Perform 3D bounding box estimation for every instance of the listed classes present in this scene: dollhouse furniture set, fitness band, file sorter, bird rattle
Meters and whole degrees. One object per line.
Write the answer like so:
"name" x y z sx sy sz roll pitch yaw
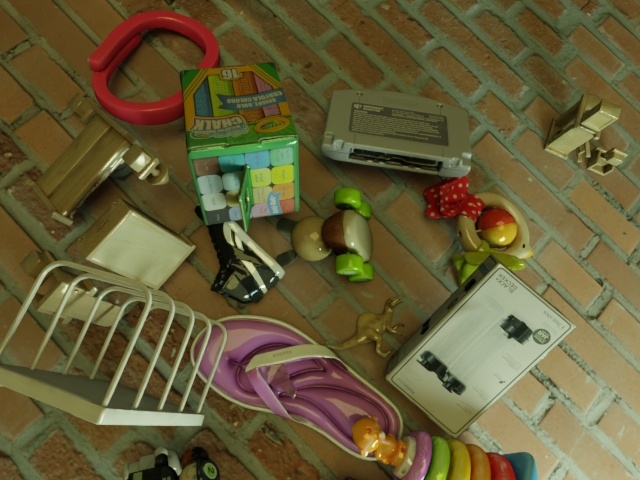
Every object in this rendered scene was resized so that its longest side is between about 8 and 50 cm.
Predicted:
"dollhouse furniture set" -0.425 -0.059 0.854 0.355 0.174 0.303 39 85 32
"fitness band" -0.325 -0.349 0.900 0.208 0.054 0.291 22 59 -3
"dollhouse furniture set" 0.619 -0.244 0.969 0.160 0.182 0.101 23 75 -2
"file sorter" -0.289 0.162 0.677 0.192 0.278 0.173 12 71 16
"bird rattle" 0.332 -0.025 0.935 0.206 0.143 0.254 -8 65 -21

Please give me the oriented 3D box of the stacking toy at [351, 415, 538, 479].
"stacking toy" 0.183 0.386 0.750 0.301 0.166 0.175 28 55 0

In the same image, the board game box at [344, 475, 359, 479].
"board game box" 0.057 0.585 0.723 0.208 0.056 0.347 33 73 -24

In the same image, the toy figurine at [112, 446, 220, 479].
"toy figurine" -0.222 0.427 0.681 0.148 0.209 0.213 -7 77 -16

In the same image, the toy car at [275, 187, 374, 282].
"toy car" 0.000 0.000 0.876 0.188 0.149 0.155 -6 72 20

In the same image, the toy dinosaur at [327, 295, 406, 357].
"toy dinosaur" 0.102 0.184 0.872 0.183 0.053 0.093 -34 70 -24

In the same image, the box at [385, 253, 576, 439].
"box" 0.272 0.188 0.804 0.169 0.087 0.290 39 104 3

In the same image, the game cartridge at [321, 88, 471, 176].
"game cartridge" 0.157 -0.231 0.929 0.294 0.060 0.196 9 57 1

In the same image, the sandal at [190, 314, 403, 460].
"sandal" -0.032 0.252 0.803 0.416 0.102 0.170 25 75 -1

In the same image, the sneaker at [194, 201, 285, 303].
"sneaker" -0.183 0.031 0.845 0.217 0.079 0.121 42 75 2

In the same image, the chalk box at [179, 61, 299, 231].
"chalk box" -0.135 -0.152 0.792 0.179 0.180 0.289 -10 54 -10
